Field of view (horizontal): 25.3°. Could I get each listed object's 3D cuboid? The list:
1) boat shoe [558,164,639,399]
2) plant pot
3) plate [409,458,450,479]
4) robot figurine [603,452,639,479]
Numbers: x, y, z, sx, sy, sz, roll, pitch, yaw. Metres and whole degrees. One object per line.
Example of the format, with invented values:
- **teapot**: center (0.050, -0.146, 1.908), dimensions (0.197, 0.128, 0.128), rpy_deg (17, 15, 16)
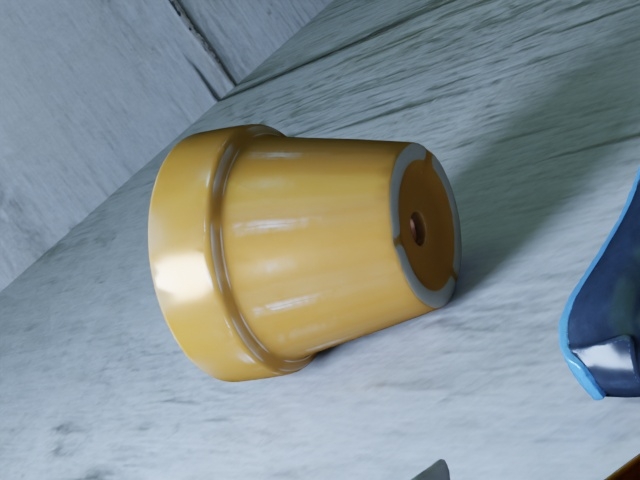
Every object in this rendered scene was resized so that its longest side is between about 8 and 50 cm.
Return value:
- **boat shoe**: center (0.234, -0.009, 0.824), dimensions (0.089, 0.109, 0.258), rpy_deg (-4, 51, 50)
- **plant pot**: center (0.000, 0.000, 1.116), dimensions (0.188, 0.205, 0.205), rpy_deg (-9, 27, 28)
- **plate**: center (-0.071, 0.229, 0.603), dimensions (0.277, 0.045, 0.278), rpy_deg (-31, -19, -32)
- **robot figurine**: center (0.181, 0.117, 0.546), dimensions (0.291, 0.085, 0.211), rpy_deg (-37, 16, -1)
